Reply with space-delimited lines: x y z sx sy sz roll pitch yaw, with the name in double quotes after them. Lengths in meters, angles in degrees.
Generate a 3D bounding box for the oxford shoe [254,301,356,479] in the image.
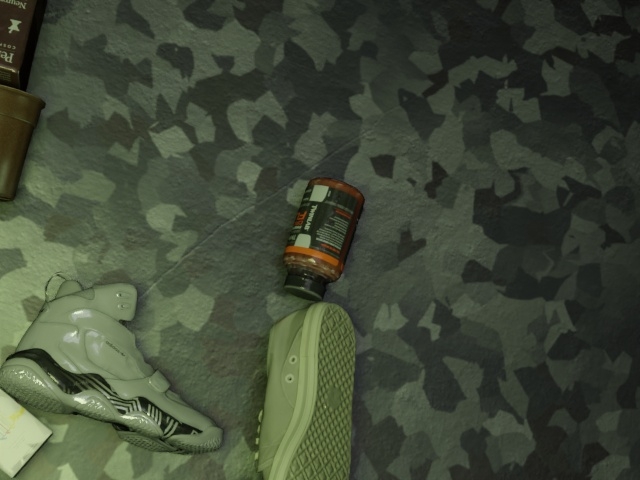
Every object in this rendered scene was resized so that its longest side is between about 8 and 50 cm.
-0.039 0.311 1.675 0.169 0.130 0.449 38 50 -45 "oxford shoe"

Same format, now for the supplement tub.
0.000 0.000 1.792 0.106 0.106 0.198 21 73 -10 "supplement tub"

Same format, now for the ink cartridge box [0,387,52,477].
-0.491 0.281 1.613 0.143 0.092 0.090 40 73 -2 "ink cartridge box"

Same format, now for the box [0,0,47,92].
-0.538 -0.349 1.691 0.168 0.167 0.203 12 76 -12 "box"

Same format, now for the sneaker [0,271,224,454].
-0.296 0.193 1.655 0.366 0.137 0.210 25 63 -21 "sneaker"

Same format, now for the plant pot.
-0.529 -0.152 1.666 0.167 0.167 0.165 10 85 -13 "plant pot"
